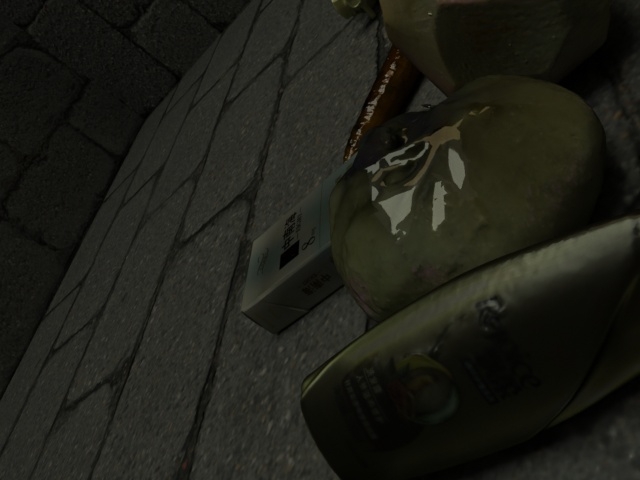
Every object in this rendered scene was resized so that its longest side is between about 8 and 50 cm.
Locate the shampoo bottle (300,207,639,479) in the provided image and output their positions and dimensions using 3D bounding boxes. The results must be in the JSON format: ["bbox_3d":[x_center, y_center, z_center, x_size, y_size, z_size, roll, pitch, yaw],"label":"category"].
[{"bbox_3d":[0.138,0.076,0.469,0.350,0.125,0.084,-34,-6,32],"label":"shampoo bottle"}]

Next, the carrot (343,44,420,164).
[{"bbox_3d":[0.104,-0.231,0.991,0.066,0.066,0.314,-1,57,60],"label":"carrot"}]

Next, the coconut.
[{"bbox_3d":[0.178,-0.260,0.694,0.237,0.237,0.197,-53,-17,1],"label":"coconut"}]

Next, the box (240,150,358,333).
[{"bbox_3d":[0.000,0.000,0.872,0.243,0.067,0.155,-38,27,30],"label":"box"}]

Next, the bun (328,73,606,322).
[{"bbox_3d":[0.119,-0.044,0.605,0.273,0.168,0.273,-36,25,20],"label":"bun"}]

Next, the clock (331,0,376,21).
[{"bbox_3d":[0.150,-0.582,1.311,0.379,0.120,0.276,-15,39,53],"label":"clock"}]
